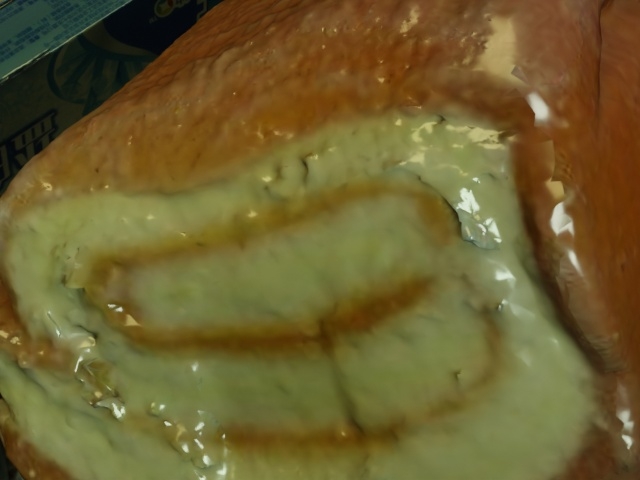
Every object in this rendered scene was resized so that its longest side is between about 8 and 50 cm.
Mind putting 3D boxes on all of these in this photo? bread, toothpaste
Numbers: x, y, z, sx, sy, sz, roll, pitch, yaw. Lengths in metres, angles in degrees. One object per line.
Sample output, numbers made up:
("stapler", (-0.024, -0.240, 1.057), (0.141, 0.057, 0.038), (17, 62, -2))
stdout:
("bread", (0.004, 0.012, 0.464), (0.244, 0.190, 0.123), (-17, 12, 27))
("toothpaste", (-0.070, -0.105, 0.649), (0.272, 0.066, 0.053), (-36, 51, -14))

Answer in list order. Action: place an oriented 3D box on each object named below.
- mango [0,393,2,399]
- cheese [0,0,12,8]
("mango", (-0.203, 0.010, 0.542), (0.136, 0.166, 0.236), (-3, 8, -45))
("cheese", (-0.288, -0.151, 0.768), (0.400, 0.034, 0.085), (17, 54, 26))
